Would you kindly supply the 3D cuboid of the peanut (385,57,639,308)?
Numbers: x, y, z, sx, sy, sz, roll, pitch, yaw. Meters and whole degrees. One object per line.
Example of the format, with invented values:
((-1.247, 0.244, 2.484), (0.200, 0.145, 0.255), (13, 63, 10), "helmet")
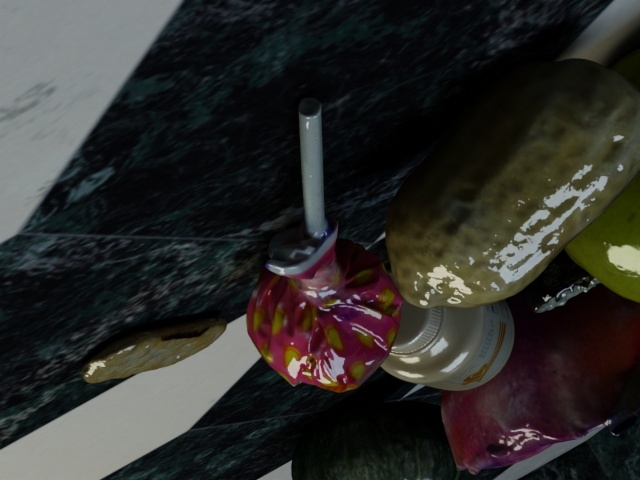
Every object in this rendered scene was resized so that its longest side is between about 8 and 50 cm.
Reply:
((0.135, -0.041, 1.367), (0.224, 0.129, 0.129), (-42, 164, 5), "peanut")

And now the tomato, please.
((0.249, 0.125, 2.050), (0.335, 0.176, 0.290), (-22, 177, -42), "tomato")

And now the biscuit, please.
((-0.130, 0.086, 1.508), (0.071, 0.018, 0.147), (-37, 165, 34), "biscuit")

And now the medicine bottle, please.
((0.097, 0.074, 1.709), (0.114, 0.114, 0.252), (-33, 164, 11), "medicine bottle")

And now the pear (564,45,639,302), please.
((0.291, -0.057, 1.468), (0.212, 0.212, 0.269), (-18, 168, -38), "pear")

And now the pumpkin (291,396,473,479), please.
((0.071, 0.253, 2.174), (0.212, 0.152, 0.211), (-3, 173, 0), "pumpkin")

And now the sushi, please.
((0.257, 0.008, 1.862), (0.150, 0.078, 0.090), (-31, 171, -1), "sushi")

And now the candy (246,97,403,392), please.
((0.000, 0.000, 1.352), (0.124, 0.124, 0.365), (-27, 156, -12), "candy")
